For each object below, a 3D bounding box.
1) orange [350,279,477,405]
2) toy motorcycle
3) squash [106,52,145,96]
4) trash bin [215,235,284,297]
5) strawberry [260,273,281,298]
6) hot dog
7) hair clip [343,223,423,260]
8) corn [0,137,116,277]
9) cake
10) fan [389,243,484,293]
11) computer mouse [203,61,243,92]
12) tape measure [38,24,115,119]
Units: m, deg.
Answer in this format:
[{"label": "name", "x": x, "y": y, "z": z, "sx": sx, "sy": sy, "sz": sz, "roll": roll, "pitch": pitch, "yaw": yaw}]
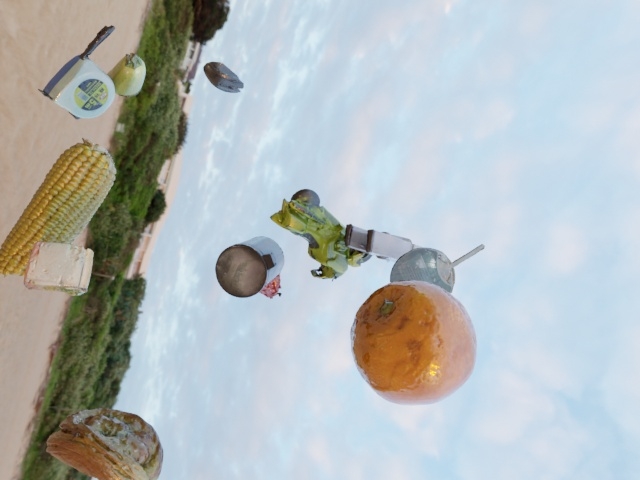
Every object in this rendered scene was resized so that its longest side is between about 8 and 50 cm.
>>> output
[{"label": "orange", "x": 0.190, "y": 0.211, "z": 0.873, "sx": 0.261, "sy": 0.261, "sz": 0.261, "roll": -34, "pitch": -132, "yaw": 49}, {"label": "toy motorcycle", "x": -0.001, "y": -0.001, "z": 1.277, "sx": 0.206, "sy": 0.342, "sz": 0.142, "roll": -51, "pitch": -155, "yaw": -1}, {"label": "squash", "x": -0.727, "y": -0.646, "z": 1.619, "sx": 0.287, "sy": 0.137, "sz": 0.137, "roll": -2, "pitch": -106, "yaw": 48}, {"label": "trash bin", "x": -0.268, "y": 0.095, "z": 1.677, "sx": 0.301, "sy": 0.252, "sz": 0.203, "roll": -40, "pitch": 108, "yaw": -79}, {"label": "strawberry", "x": -0.308, "y": 0.186, "z": 2.053, "sx": 0.233, "sy": 0.178, "sz": 0.234, "roll": 6, "pitch": -83, "yaw": 49}, {"label": "hot dog", "x": -0.514, "y": 0.503, "z": 1.018, "sx": 0.196, "sy": 0.272, "sz": 0.122, "roll": 21, "pitch": 85, "yaw": -75}, {"label": "hair clip", "x": 0.212, "y": 0.021, "z": 1.264, "sx": 0.101, "sy": 0.330, "sz": 0.085, "roll": -1, "pitch": -101, "yaw": 44}, {"label": "corn", "x": -0.646, "y": -0.070, "z": 1.038, "sx": 0.387, "sy": 0.144, "sz": 0.144, "roll": -61, "pitch": -151, "yaw": -3}, {"label": "cake", "x": -0.537, "y": 0.065, "z": 0.860, "sx": 0.225, "sy": 0.109, "sz": 0.090, "roll": -20, "pitch": -115, "yaw": 56}, {"label": "fan", "x": 0.329, "y": 0.124, "z": 1.189, "sx": 0.012, "sy": 0.294, "sz": 0.224, "roll": -138, "pitch": -132, "yaw": -67}, {"label": "computer mouse", "x": -0.304, "y": -0.500, "z": 1.301, "sx": 0.079, "sy": 0.135, "sz": 0.047, "roll": -22, "pitch": -130, "yaw": 49}, {"label": "tape measure", "x": -0.842, "y": -0.618, "z": 1.554, "sx": 0.098, "sy": 0.215, "sz": 0.351, "roll": 41, "pitch": -92, "yaw": 17}]
